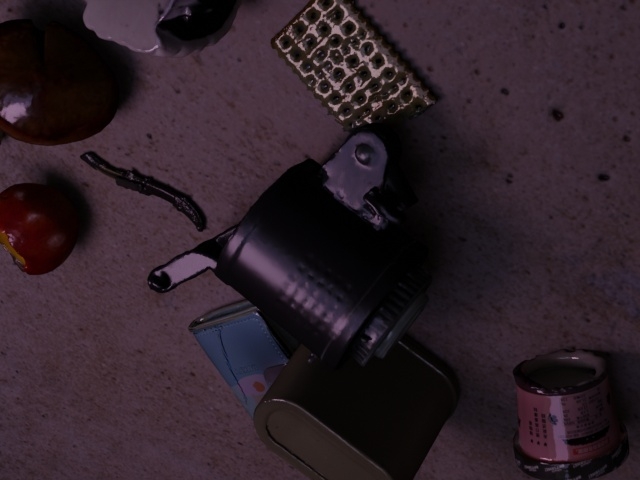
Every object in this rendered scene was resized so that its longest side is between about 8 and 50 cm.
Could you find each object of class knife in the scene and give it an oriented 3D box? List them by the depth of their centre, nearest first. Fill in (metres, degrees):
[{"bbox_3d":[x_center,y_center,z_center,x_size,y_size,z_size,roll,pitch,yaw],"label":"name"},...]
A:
[{"bbox_3d":[-0.266,-0.081,1.643,0.222,0.021,0.045,30,131,7],"label":"knife"}]

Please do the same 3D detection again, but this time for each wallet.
[{"bbox_3d":[-0.074,0.206,1.687,0.176,0.075,0.250,-20,109,38],"label":"wallet"}]

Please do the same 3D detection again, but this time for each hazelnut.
[{"bbox_3d":[-0.384,-0.213,1.538,0.204,0.178,0.178,10,129,-16],"label":"hazelnut"}]

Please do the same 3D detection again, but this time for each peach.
[{"bbox_3d":[-0.433,-0.026,1.684,0.151,0.151,0.118,55,147,-12],"label":"peach"}]

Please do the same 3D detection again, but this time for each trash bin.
[{"bbox_3d":[0.052,0.227,1.528,0.243,0.247,0.121,37,127,3],"label":"trash bin"}]

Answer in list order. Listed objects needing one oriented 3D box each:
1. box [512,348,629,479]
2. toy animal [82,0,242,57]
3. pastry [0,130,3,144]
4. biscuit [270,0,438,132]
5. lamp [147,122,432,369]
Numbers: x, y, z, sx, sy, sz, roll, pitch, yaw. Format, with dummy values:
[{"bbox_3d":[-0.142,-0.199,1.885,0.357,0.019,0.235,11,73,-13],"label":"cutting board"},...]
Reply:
[{"bbox_3d":[0.325,0.225,1.455,0.151,0.151,0.135,-2,110,28],"label":"box"},{"bbox_3d":[-0.196,-0.343,1.365,0.204,0.156,0.208,20,109,19],"label":"toy animal"},{"bbox_3d":[-0.576,-0.206,1.678,0.182,0.093,0.192,-23,106,33],"label":"pastry"},{"bbox_3d":[0.037,-0.217,1.409,0.203,0.016,0.144,49,128,-6],"label":"biscuit"},{"bbox_3d":[0.003,0.044,1.447,0.374,0.205,0.272,-35,88,26],"label":"lamp"}]
